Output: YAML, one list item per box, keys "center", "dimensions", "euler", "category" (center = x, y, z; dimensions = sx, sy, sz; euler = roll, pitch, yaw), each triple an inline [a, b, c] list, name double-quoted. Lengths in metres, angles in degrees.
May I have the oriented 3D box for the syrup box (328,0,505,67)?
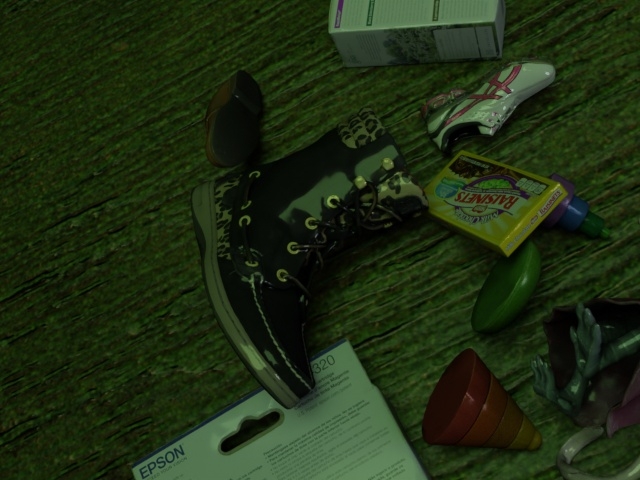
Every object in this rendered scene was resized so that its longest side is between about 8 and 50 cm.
- center: [0.138, -0.315, 1.219]
  dimensions: [0.237, 0.093, 0.096]
  euler: [1, 68, 19]
  category: "syrup box"

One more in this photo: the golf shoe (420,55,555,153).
- center: [0.232, -0.179, 1.147]
  dimensions: [0.186, 0.067, 0.085]
  euler: [-24, 66, 17]
  category: "golf shoe"

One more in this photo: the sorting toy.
- center: [0.252, 0.100, 1.013]
  dimensions: [0.126, 0.127, 0.365]
  euler: [29, 74, -3]
  category: "sorting toy"

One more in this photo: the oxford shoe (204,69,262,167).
- center: [-0.136, -0.162, 1.232]
  dimensions: [0.076, 0.076, 0.212]
  euler: [-30, 29, 26]
  category: "oxford shoe"

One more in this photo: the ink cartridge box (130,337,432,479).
- center: [-0.024, 0.333, 0.998]
  dimensions: [0.324, 0.071, 0.330]
  euler: [-31, 58, 4]
  category: "ink cartridge box"

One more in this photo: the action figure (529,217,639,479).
- center: [0.426, 0.098, 0.889]
  dimensions: [0.370, 0.248, 0.275]
  euler: [-12, 97, -14]
  category: "action figure"

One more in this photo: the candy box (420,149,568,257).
- center: [0.202, -0.051, 1.061]
  dimensions: [0.105, 0.027, 0.206]
  euler: [-48, 29, -5]
  category: "candy box"

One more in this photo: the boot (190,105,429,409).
- center: [0.000, 0.000, 1.069]
  dimensions: [0.284, 0.138, 0.377]
  euler: [-29, 42, 6]
  category: "boot"
